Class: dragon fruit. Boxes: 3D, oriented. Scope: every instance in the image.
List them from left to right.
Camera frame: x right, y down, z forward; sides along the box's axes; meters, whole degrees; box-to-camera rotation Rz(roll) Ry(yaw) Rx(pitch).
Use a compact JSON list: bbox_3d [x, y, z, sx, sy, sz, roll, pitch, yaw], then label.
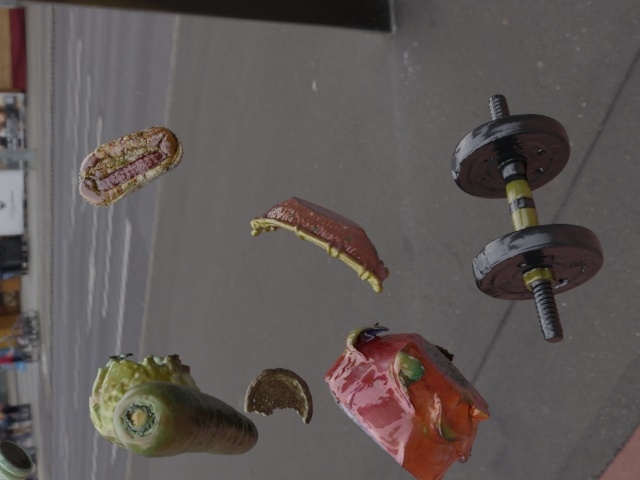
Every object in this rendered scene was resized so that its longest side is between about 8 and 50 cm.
[{"bbox_3d":[0.154,0.261,1.254,0.189,0.290,0.290,-49,35,2],"label":"dragon fruit"}]

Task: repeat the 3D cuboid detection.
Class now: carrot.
[{"bbox_3d":[-0.130,0.211,0.833,0.358,0.074,0.074,56,-160,-69],"label":"carrot"}]

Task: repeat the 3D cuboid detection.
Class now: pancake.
[{"bbox_3d":[-0.112,0.432,1.966,0.184,0.190,0.020,65,156,3],"label":"pancake"}]

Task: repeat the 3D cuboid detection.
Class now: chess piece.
[{"bbox_3d":[-0.444,0.329,0.949,0.149,0.059,0.059,-45,36,2],"label":"chess piece"}]

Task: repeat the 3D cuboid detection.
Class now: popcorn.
[{"bbox_3d":[-0.288,0.267,1.244,0.197,0.212,0.198,20,124,34],"label":"popcorn"}]

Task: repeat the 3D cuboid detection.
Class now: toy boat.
[{"bbox_3d":[0.000,-0.007,1.290,0.317,0.141,0.099,24,103,38],"label":"toy boat"}]

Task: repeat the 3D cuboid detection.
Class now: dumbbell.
[{"bbox_3d":[0.236,-0.037,0.855,0.143,0.143,0.326,126,144,-54],"label":"dumbbell"}]

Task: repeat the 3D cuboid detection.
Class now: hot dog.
[{"bbox_3d":[-0.404,-0.162,1.562,0.069,0.252,0.131,3,-115,-78],"label":"hot dog"}]
